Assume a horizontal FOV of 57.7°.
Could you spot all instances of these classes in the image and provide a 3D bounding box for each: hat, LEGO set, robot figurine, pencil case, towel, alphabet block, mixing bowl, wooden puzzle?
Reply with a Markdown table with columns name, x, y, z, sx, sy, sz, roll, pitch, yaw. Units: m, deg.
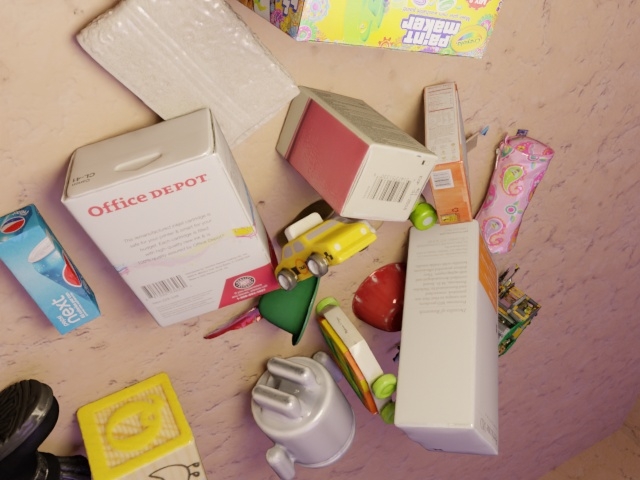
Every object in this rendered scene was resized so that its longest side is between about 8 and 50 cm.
| name | x | y | z | sx | sy | sz | roll | pitch | yaw |
| --- | --- | --- | --- | --- | --- | --- | --- | --- | --- |
| hat | -0.113 | 0.112 | 1.172 | 0.184 | 0.208 | 0.173 | 18 | 159 | -6 |
| LEGO set | 0.433 | 0.215 | 1.583 | 0.331 | 0.192 | 0.254 | -25 | 146 | -41 |
| robot figurine | -0.033 | 0.410 | 1.375 | 0.299 | 0.200 | 0.353 | -57 | 142 | -27 |
| pencil case | 0.439 | -0.108 | 1.357 | 0.124 | 0.124 | 0.283 | -9 | 127 | -29 |
| towel | -0.174 | -0.251 | 0.836 | 0.187 | 0.049 | 0.282 | -36 | 137 | 11 |
| alphabet block | -0.353 | 0.423 | 1.168 | 0.193 | 0.193 | 0.197 | -23 | 134 | -21 |
| mixing bowl | 0.178 | 0.152 | 1.392 | 0.182 | 0.098 | 0.181 | -18 | 131 | -22 |
| wooden puzzle | 0.308 | -0.200 | 1.247 | 0.116 | 0.014 | 0.078 | -34 | 161 | -11 |

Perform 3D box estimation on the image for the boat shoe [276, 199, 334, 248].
| name | x | y | z | sx | sy | sz | roll | pitch | yaw |
| --- | --- | --- | --- | --- | --- | --- | --- | --- | --- |
| boat shoe | -0.025 | -0.028 | 1.146 | 0.135 | 0.050 | 0.045 | -36 | 150 | -4 |

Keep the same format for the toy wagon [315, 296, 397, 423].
| name | x | y | z | sx | sy | sz | roll | pitch | yaw |
| --- | --- | --- | --- | --- | --- | --- | --- | --- | --- |
| toy wagon | 0.092 | 0.294 | 1.320 | 0.068 | 0.267 | 0.344 | -29 | 136 | -10 |

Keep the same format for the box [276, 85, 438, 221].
| name | x | y | z | sx | sy | sz | roll | pitch | yaw |
| --- | --- | --- | --- | --- | --- | --- | --- | --- | --- |
| box | 0.053 | -0.145 | 0.967 | 0.149 | 0.232 | 0.126 | 3 | 122 | -36 |

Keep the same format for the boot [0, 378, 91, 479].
| name | x | y | z | sx | sy | sz | roll | pitch | yaw |
| --- | --- | --- | --- | --- | --- | --- | --- | --- | --- |
| boot | -0.524 | 0.409 | 1.075 | 0.348 | 0.131 | 0.260 | -41 | 131 | 15 |

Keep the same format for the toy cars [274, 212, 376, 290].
| name | x | y | z | sx | sy | sz | roll | pitch | yaw |
| --- | --- | --- | --- | --- | --- | --- | --- | --- | --- |
| toy cars | 0.000 | 0.000 | 0.981 | 0.177 | 0.087 | 0.394 | -29 | -179 | 6 |

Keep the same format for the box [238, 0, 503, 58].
| name | x | y | z | sx | sy | sz | roll | pitch | yaw |
| --- | --- | --- | --- | --- | --- | --- | --- | --- | --- |
| box | 0.048 | -0.371 | 0.750 | 0.290 | 0.279 | 0.176 | -6 | 127 | -32 |

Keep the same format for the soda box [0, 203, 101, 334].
| name | x | y | z | sx | sy | sz | roll | pitch | yaw |
| --- | --- | --- | --- | --- | --- | --- | --- | --- | --- |
| soda box | -0.426 | 0.050 | 0.908 | 0.071 | 0.067 | 0.210 | -27 | 136 | -14 |

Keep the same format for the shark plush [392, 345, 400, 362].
| name | x | y | z | sx | sy | sz | roll | pitch | yaw |
| --- | --- | --- | --- | --- | --- | --- | --- | --- | --- |
| shark plush | 0.266 | 0.279 | 1.576 | 0.161 | 0.067 | 0.073 | -19 | 132 | -22 |

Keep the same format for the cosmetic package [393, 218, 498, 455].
| name | x | y | z | sx | sy | sz | roll | pitch | yaw |
| --- | --- | --- | --- | --- | --- | --- | --- | --- | --- |
| cosmetic package | 0.286 | 0.207 | 1.263 | 0.162 | 0.452 | 0.230 | -6 | 147 | 27 |

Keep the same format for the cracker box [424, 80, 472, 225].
| name | x | y | z | sx | sy | sz | roll | pitch | yaw |
| --- | --- | --- | --- | --- | --- | --- | --- | --- | --- |
| cracker box | 0.239 | -0.165 | 1.093 | 0.067 | 0.232 | 0.155 | -7 | 138 | 18 |

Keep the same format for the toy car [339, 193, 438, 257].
| name | x | y | z | sx | sy | sz | roll | pitch | yaw |
| --- | --- | --- | --- | --- | --- | --- | --- | --- | --- |
| toy car | 0.104 | -0.054 | 1.145 | 0.188 | 0.155 | 0.149 | -44 | 137 | 17 |

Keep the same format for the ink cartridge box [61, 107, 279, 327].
| name | x | y | z | sx | sy | sz | roll | pitch | yaw |
| --- | --- | --- | --- | --- | --- | --- | --- | --- | --- |
| ink cartridge box | -0.215 | -0.025 | 0.913 | 0.226 | 0.131 | 0.306 | -17 | 134 | 2 |
